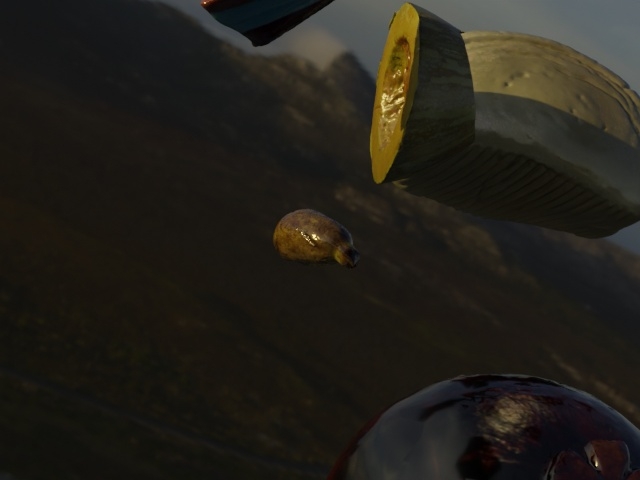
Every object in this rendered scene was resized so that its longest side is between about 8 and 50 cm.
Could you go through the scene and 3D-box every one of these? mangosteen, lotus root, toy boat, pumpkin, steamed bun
[{"bbox_3d":[0.132,0.267,0.984,0.307,0.347,0.306,13,53,-17],"label":"mangosteen"},{"bbox_3d":[0.000,0.000,2.029,0.108,0.094,0.191,-19,15,-29],"label":"lotus root"},{"bbox_3d":[0.050,-0.334,1.307,0.079,0.392,0.136,55,-6,-35],"label":"toy boat"},{"bbox_3d":[0.127,-0.168,1.477,0.110,0.217,0.217,6,9,-3],"label":"pumpkin"},{"bbox_3d":[0.283,-0.162,1.728,0.384,0.236,0.247,16,-16,-3],"label":"steamed bun"}]
